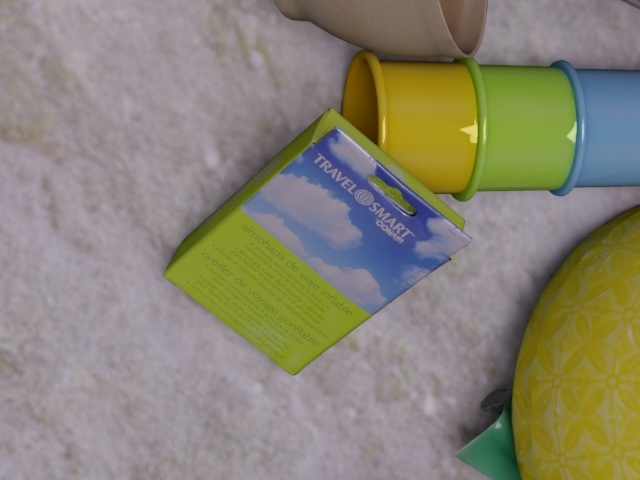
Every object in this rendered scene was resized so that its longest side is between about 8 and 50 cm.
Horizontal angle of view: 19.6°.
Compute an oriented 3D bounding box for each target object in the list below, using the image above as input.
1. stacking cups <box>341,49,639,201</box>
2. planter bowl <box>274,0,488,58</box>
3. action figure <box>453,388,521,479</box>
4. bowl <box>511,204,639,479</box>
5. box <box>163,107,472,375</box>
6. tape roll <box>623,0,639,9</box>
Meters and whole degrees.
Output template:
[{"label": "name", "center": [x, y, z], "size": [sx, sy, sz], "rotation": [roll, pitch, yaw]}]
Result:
[{"label": "stacking cups", "center": [0.174, -0.071, 1.150], "size": [0.316, 0.096, 0.096], "rotation": [-1, 99, -15]}, {"label": "planter bowl", "center": [0.027, -0.182, 1.074], "size": [0.109, 0.162, 0.162], "rotation": [-4, 101, 18]}, {"label": "action figure", "center": [0.206, 0.168, 1.196], "size": [0.137, 0.063, 0.232], "rotation": [-44, 100, -3]}, {"label": "bowl", "center": [0.276, 0.101, 1.110], "size": [0.289, 0.156, 0.289], "rotation": [3, 81, -18]}, {"label": "box", "center": [0.000, 0.000, 1.090], "size": [0.109, 0.042, 0.178], "rotation": [39, 132, -14]}, {"label": "tape roll", "center": [0.234, -0.175, 1.037], "size": [0.286, 0.286, 0.100], "rotation": [22, 95, -13]}]
